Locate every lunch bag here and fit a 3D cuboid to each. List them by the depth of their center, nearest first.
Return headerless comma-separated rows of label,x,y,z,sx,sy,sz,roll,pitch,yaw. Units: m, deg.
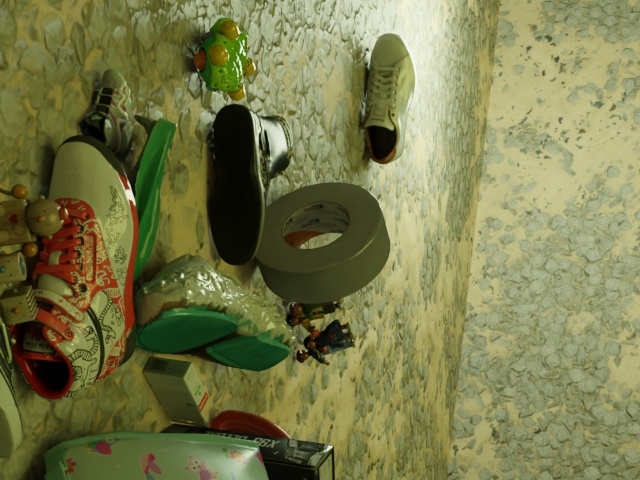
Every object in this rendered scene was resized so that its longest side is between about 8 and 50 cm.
lunch bag,-0.171,0.329,0.963,0.262,0.160,0.223,20,29,-40

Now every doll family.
doll family,-0.006,0.159,1.601,0.076,0.111,0.193,-124,-167,-67

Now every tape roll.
tape roll,0.000,0.000,1.428,0.219,0.219,0.072,-67,150,-43

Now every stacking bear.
stacking bear,-0.069,0.395,1.401,0.289,0.164,0.175,61,37,-62

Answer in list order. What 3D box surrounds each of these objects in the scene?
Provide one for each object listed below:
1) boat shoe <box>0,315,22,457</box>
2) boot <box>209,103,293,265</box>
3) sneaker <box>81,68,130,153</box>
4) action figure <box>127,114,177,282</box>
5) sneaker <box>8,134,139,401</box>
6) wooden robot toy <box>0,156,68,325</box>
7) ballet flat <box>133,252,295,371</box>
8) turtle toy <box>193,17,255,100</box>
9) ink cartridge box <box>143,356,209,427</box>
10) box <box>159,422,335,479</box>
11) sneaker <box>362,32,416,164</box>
boat shoe,-0.313,0.100,0.808,0.070,0.078,0.219,-53,139,-54
boot,-0.097,-0.088,1.352,0.178,0.085,0.236,-18,109,-71
sneaker,-0.248,-0.146,1.003,0.069,0.038,0.098,-28,118,-67
action figure,-0.222,-0.028,1.035,0.137,0.064,0.232,73,31,-88
sneaker,-0.261,0.033,0.919,0.145,0.090,0.270,-41,133,-66
wooden robot toy,-0.278,-0.010,0.829,0.076,0.079,0.173,-168,-112,-85
ballet flat,-0.159,0.093,1.194,0.409,0.147,0.146,43,53,-68
turtle toy,-0.138,-0.263,1.243,0.095,0.066,0.130,66,33,-50
ink cartridge box,-0.187,0.204,1.178,0.115,0.063,0.029,73,30,-42
box,-0.100,0.412,1.184,0.076,0.243,0.307,-32,123,-66
sneaker,0.150,-0.309,1.945,0.123,0.106,0.290,-39,130,-66
